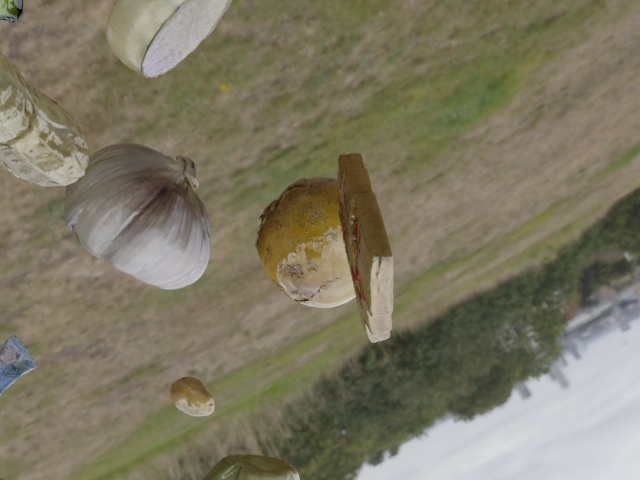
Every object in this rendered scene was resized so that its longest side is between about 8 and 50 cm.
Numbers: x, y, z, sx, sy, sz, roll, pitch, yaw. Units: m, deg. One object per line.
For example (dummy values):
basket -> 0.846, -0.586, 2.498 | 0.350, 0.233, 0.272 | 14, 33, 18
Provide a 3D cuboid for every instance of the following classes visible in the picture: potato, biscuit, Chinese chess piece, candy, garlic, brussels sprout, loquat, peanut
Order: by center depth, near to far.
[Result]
biscuit -> 0.045, 0.012, 0.949 | 0.041, 0.212, 0.238 | -7, -178, 0
brussels sprout -> -0.089, 0.327, 0.993 | 0.162, 0.144, 0.180 | -2, 109, -39
peanut -> -0.393, -0.155, 1.127 | 0.120, 0.136, 0.298 | -49, 149, -2
potato -> -0.208, 0.256, 1.490 | 0.083, 0.062, 0.068 | 6, -171, 43
loquat -> 0.000, 0.000, 1.611 | 0.235, 0.235, 0.235 | -27, 167, -7
Chinese chess piece -> -0.292, -0.443, 1.771 | 0.270, 0.112, 0.270 | -47, 177, -3
garlic -> -0.344, -0.042, 1.788 | 0.241, 0.321, 0.322 | -36, 165, 37
candy -> -0.684, 0.278, 1.966 | 0.136, 0.088, 0.038 | -41, -167, -10

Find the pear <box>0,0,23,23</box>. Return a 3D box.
pear -> -0.630, -0.481, 1.499 | 0.255, 0.238, 0.164 | 14, -153, 33

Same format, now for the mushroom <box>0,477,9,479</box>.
mushroom -> -0.255, 0.389, 0.918 | 0.356, 0.331, 0.334 | -4, 150, -38
